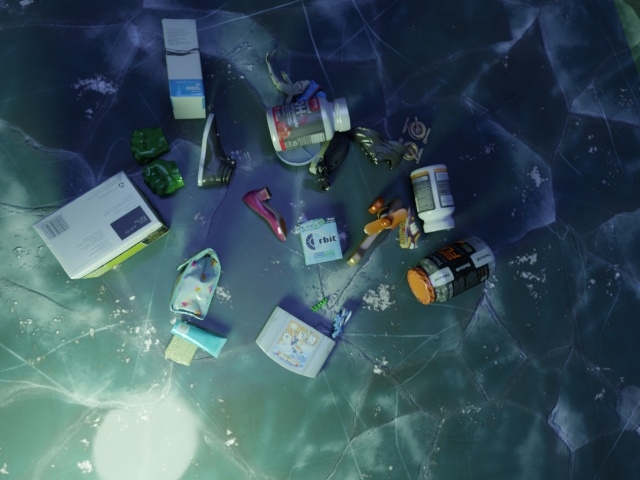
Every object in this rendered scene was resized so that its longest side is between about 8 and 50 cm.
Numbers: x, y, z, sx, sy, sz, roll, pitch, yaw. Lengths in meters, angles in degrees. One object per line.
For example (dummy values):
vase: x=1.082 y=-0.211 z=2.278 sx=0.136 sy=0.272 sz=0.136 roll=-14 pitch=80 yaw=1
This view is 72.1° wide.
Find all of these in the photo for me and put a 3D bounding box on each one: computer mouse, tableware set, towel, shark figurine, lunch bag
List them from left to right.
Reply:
towel: x=-0.533 y=0.405 z=1.723 sx=0.110 sy=0.027 sz=0.148 roll=27 pitch=80 yaw=-8
lunch bag: x=-0.471 y=0.148 z=1.660 sx=0.160 sy=0.223 sz=0.262 roll=18 pitch=81 yaw=-18
shark figurine: x=-0.142 y=-0.687 z=1.889 sx=0.116 sy=0.166 sz=0.278 roll=-27 pitch=63 yaw=-40
computer mouse: x=0.066 y=-0.351 z=1.861 sx=0.072 sy=0.188 sz=0.272 roll=17 pitch=69 yaw=17
tableware set: x=0.429 y=-0.460 z=2.007 sx=0.128 sy=0.039 sz=0.194 roll=22 pitch=80 yaw=-9

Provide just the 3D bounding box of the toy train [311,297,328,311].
toy train: x=-0.001 y=0.273 z=1.857 sx=0.083 sy=0.017 sz=0.024 roll=-35 pitch=102 yaw=-13

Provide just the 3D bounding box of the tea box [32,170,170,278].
tea box: x=-0.752 y=-0.044 z=1.565 sx=0.329 sy=0.323 sz=0.220 roll=-36 pitch=94 yaw=-14

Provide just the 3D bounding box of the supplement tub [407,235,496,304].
supplement tub: x=0.561 y=0.133 z=1.895 sx=0.338 sy=0.207 sz=0.207 roll=-24 pitch=90 yaw=-14

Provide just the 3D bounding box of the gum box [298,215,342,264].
gum box: x=0.000 y=0.000 z=1.870 sx=0.157 sy=0.041 sz=0.184 roll=-10 pitch=86 yaw=-13

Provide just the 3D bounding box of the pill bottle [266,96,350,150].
pill bottle: x=-0.046 y=-0.479 z=1.778 sx=0.318 sy=0.176 sz=0.176 roll=-12 pitch=87 yaw=2

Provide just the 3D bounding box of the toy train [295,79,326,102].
toy train: x=-0.053 y=-0.594 z=1.898 sx=0.105 sy=0.080 sz=0.184 roll=37 pitch=81 yaw=3

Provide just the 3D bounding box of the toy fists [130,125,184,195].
toy fists: x=-0.652 y=-0.314 z=1.730 sx=0.142 sy=0.096 sz=0.279 roll=-23 pitch=91 yaw=-12

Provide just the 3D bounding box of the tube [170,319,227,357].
tube: x=-0.473 y=0.374 z=1.701 sx=0.207 sy=0.052 sz=0.080 roll=29 pitch=85 yaw=-12

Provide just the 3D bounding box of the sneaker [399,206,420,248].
sneaker: x=0.402 y=-0.056 z=1.955 sx=0.084 sy=0.069 sz=0.185 roll=5 pitch=90 yaw=-21

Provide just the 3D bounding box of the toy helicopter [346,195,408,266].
toy helicopter: x=0.232 y=-0.036 z=1.824 sx=0.140 sy=0.235 sz=0.355 roll=39 pitch=78 yaw=-7

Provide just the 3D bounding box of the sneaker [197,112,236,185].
sneaker: x=-0.410 y=-0.360 z=1.787 sx=0.147 sy=0.104 sz=0.296 roll=6 pitch=89 yaw=-13

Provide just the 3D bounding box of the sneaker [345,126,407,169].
sneaker: x=0.236 y=-0.407 z=1.932 sx=0.286 sy=0.109 sz=0.130 roll=23 pitch=93 yaw=-4

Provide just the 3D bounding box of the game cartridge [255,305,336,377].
game cartridge: x=-0.104 y=0.426 z=1.803 sx=0.297 sy=0.062 sz=0.198 roll=32 pitch=75 yaw=-8

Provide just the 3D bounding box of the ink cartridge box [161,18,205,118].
ink cartridge box: x=-0.530 y=-0.664 z=1.722 sx=0.129 sy=0.223 sz=0.307 roll=-6 pitch=86 yaw=-13

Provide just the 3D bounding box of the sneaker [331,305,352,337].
sneaker: x=0.077 y=0.342 z=1.851 sx=0.059 sy=0.053 sz=0.144 roll=33 pitch=70 yaw=-8

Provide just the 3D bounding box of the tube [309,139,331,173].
tube: x=0.015 y=-0.404 z=1.907 sx=0.062 sy=0.070 sz=0.240 roll=8 pitch=76 yaw=34

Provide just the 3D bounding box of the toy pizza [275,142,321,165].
toy pizza: x=-0.095 y=-0.407 z=1.875 sx=0.201 sy=0.032 sz=0.201 roll=-1 pitch=73 yaw=3

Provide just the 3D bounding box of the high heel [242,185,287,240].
high heel: x=-0.228 y=-0.097 z=1.826 sx=0.117 sy=0.082 sz=0.244 roll=-20 pitch=105 yaw=18

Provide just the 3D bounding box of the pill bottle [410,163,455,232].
pill bottle: x=0.499 y=-0.182 z=1.935 sx=0.162 sy=0.162 sz=0.278 roll=-9 pitch=87 yaw=-13
